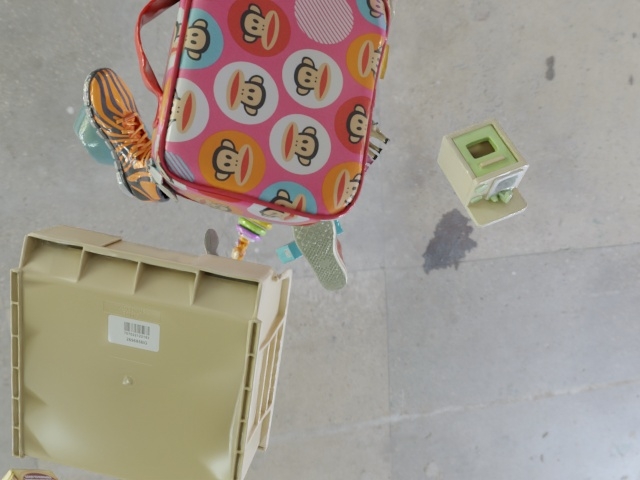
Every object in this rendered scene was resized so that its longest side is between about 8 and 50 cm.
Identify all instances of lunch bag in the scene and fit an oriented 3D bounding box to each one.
[{"bbox_3d":[-0.069,-0.173,0.512,0.257,0.120,0.294,14,84,-20],"label":"lunch bag"}]

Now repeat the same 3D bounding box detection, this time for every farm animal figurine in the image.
[{"bbox_3d":[0.058,-0.240,1.527,0.172,0.327,0.330,37,92,1],"label":"farm animal figurine"}]

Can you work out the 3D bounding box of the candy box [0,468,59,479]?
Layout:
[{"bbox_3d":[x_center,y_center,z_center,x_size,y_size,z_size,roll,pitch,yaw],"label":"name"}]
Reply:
[{"bbox_3d":[-0.330,0.455,0.557,0.316,0.088,0.183,31,72,26],"label":"candy box"}]

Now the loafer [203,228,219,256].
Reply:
[{"bbox_3d":[-0.314,0.030,1.347,0.045,0.039,0.125,0,68,-31],"label":"loafer"}]

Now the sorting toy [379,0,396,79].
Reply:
[{"bbox_3d":[0.157,-0.573,1.161,0.047,0.196,0.348,7,73,1],"label":"sorting toy"}]

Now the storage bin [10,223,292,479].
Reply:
[{"bbox_3d":[-0.184,0.128,0.525,0.261,0.123,0.261,11,104,7],"label":"storage bin"}]

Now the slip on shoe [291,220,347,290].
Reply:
[{"bbox_3d":[0.000,0.000,1.347,0.122,0.101,0.332,-15,127,10],"label":"slip on shoe"}]

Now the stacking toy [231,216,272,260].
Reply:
[{"bbox_3d":[-0.252,-0.057,1.756,0.165,0.175,0.302,33,87,-53],"label":"stacking toy"}]

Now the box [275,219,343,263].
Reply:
[{"bbox_3d":[-0.038,0.001,1.724,0.244,0.100,0.060,-30,95,-33],"label":"box"}]

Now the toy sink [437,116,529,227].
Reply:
[{"bbox_3d":[0.432,-0.178,1.224,0.152,0.131,0.234,-20,66,-4],"label":"toy sink"}]

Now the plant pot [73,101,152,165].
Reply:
[{"bbox_3d":[-0.676,-0.357,1.531,0.195,0.290,0.291,-31,105,-11],"label":"plant pot"}]

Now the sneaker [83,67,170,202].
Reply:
[{"bbox_3d":[-0.408,-0.231,1.079,0.124,0.179,0.322,-46,138,-39],"label":"sneaker"}]
